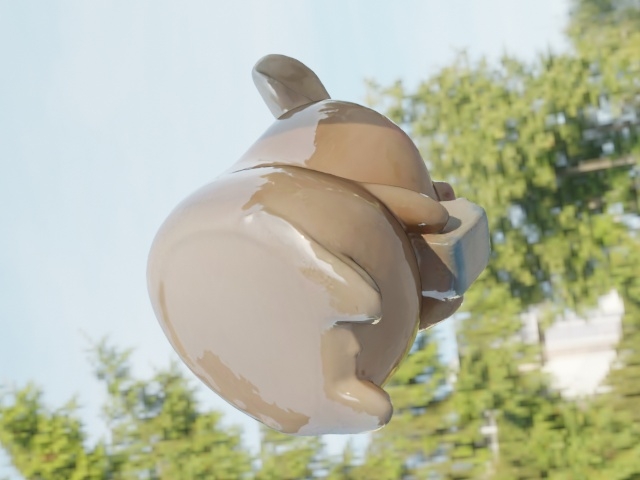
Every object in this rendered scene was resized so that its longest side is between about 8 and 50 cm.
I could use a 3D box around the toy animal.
[{"bbox_3d":[0.003,-0.002,0.935,0.256,0.212,0.195,-40,-52,-51],"label":"toy animal"}]
